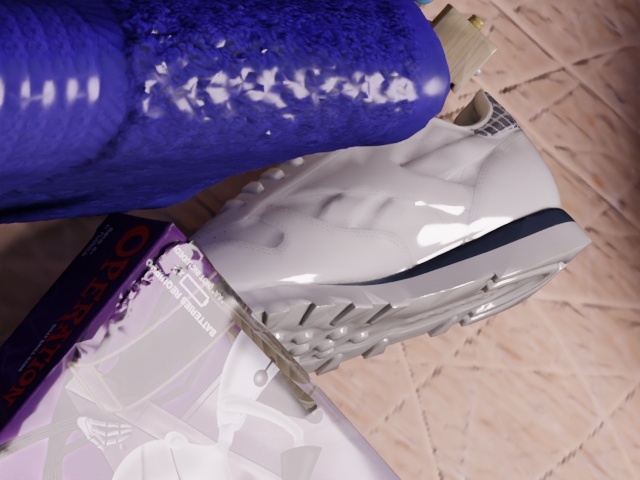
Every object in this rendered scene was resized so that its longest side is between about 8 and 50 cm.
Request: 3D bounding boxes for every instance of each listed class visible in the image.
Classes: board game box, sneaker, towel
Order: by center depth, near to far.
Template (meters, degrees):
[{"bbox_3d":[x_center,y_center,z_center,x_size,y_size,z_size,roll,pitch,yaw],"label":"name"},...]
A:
[{"bbox_3d":[-0.145,-0.045,0.510,0.308,0.227,0.076,-6,86,-33],"label":"towel"},{"bbox_3d":[-0.023,0.181,0.611,0.208,0.056,0.347,-51,122,-17],"label":"board game box"},{"bbox_3d":[0.000,0.000,0.695,0.235,0.090,0.095,-14,73,-35],"label":"sneaker"}]

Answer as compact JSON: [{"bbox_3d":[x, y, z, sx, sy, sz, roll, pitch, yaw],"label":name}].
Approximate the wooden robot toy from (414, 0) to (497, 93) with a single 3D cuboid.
[{"bbox_3d":[-0.011,-0.111,0.720,0.173,0.076,0.079,37,100,-23],"label":"wooden robot toy"}]
